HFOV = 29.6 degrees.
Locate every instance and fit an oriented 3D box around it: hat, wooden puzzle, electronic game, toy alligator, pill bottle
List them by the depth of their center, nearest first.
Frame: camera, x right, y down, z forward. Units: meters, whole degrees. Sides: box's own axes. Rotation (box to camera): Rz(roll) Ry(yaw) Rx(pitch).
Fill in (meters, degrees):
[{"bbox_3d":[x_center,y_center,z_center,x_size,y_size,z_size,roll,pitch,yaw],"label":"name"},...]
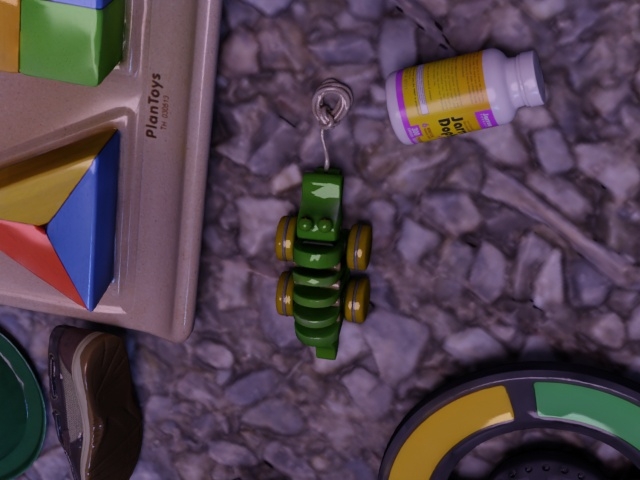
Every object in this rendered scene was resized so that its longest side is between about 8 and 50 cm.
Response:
[{"bbox_3d":[0.081,-0.082,0.677,0.083,0.043,0.043,-11,113,19],"label":"pill bottle"},{"bbox_3d":[-0.235,-0.095,0.729,0.348,0.080,0.322,12,119,8],"label":"wooden puzzle"},{"bbox_3d":[0.000,0.000,0.734,0.056,0.051,0.189,6,118,11],"label":"toy alligator"},{"bbox_3d":[0.149,0.178,0.790,0.229,0.048,0.229,6,117,11],"label":"electronic game"},{"bbox_3d":[-0.315,0.155,0.816,0.209,0.183,0.173,-14,112,20],"label":"hat"}]

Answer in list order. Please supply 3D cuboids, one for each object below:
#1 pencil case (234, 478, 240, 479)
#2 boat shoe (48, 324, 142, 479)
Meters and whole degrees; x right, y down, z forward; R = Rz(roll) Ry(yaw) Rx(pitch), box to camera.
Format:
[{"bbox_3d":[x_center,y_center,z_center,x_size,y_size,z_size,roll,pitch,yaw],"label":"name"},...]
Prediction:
[{"bbox_3d":[-0.019,0.273,0.858,0.086,0.088,0.206,-22,110,26],"label":"pencil case"},{"bbox_3d":[-0.159,0.118,0.839,0.049,0.056,0.152,26,129,28],"label":"boat shoe"}]
